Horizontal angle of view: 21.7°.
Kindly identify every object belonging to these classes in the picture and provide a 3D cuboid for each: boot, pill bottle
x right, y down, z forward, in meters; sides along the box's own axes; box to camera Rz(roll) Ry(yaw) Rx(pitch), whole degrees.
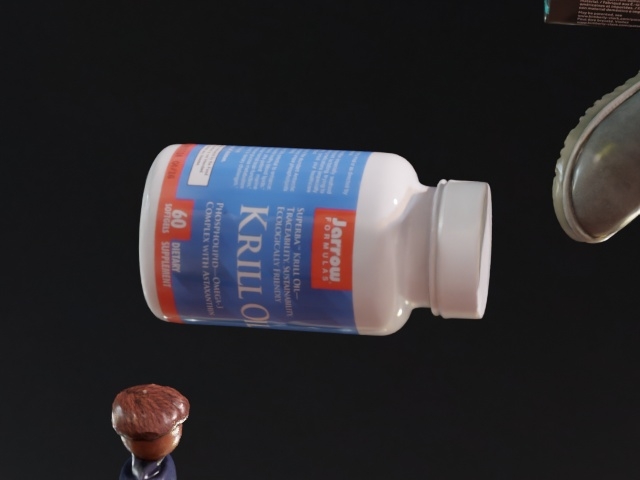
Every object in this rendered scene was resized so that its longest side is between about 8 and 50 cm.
[{"bbox_3d":[0.254,-0.066,0.965,0.076,0.189,0.208,48,-19,-29],"label":"boot"},{"bbox_3d":[0.000,0.000,1.117,0.222,0.124,0.124,2,-38,11],"label":"pill bottle"}]

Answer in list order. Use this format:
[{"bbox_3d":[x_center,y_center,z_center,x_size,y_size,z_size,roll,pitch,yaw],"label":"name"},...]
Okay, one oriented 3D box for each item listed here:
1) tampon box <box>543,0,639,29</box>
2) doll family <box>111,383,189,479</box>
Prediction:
[{"bbox_3d":[0.184,-0.214,0.940,0.101,0.120,0.161,4,-33,3],"label":"tampon box"},{"bbox_3d":[-0.066,0.122,0.518,0.076,0.193,0.111,-6,-66,-10],"label":"doll family"}]
